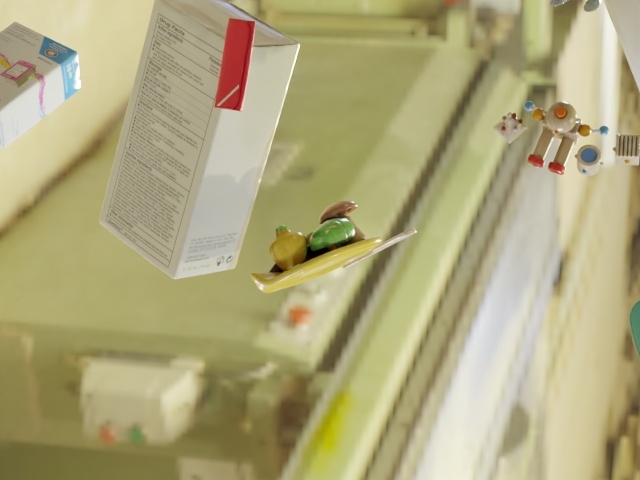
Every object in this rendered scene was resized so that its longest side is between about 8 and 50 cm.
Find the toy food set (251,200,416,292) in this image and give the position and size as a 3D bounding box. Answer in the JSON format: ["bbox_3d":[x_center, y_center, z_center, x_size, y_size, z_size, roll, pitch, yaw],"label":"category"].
[{"bbox_3d":[0.000,0.000,2.083,0.218,0.128,0.071,-17,81,-51],"label":"toy food set"}]

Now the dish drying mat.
[{"bbox_3d":[-0.078,-0.161,1.577,0.008,0.032,0.083,5,95,-53],"label":"dish drying mat"}]

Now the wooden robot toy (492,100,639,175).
[{"bbox_3d":[0.278,-0.121,1.958,0.079,0.173,0.076,70,42,-69],"label":"wooden robot toy"}]

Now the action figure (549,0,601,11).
[{"bbox_3d":[0.280,-0.373,1.928,0.063,0.137,0.232,-37,128,-37],"label":"action figure"}]

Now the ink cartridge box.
[{"bbox_3d":[-0.317,-0.159,1.757,0.122,0.088,0.052,-46,152,-36],"label":"ink cartridge box"}]

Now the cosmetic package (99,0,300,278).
[{"bbox_3d":[-0.151,-0.127,2.100,0.113,0.160,0.309,-9,125,-47],"label":"cosmetic package"}]

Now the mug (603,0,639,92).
[{"bbox_3d":[0.436,-0.160,1.466,0.276,0.328,0.374,-8,77,-78],"label":"mug"}]

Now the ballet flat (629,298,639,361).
[{"bbox_3d":[0.340,0.152,1.582,0.073,0.080,0.232,18,54,-33],"label":"ballet flat"}]
